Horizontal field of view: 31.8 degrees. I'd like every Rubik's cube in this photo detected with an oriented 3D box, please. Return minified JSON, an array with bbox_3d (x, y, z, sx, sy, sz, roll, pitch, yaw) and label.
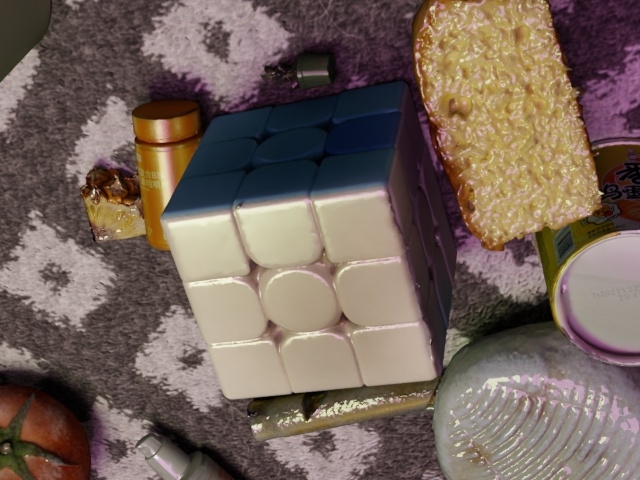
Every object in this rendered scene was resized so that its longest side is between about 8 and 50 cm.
[{"bbox_3d":[0.000,0.000,1.460,0.291,0.290,0.291,-9,120,16],"label":"Rubik's cube"}]

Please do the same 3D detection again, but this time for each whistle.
[{"bbox_3d":[0.042,0.258,1.751,0.326,0.057,0.068,-11,122,16],"label":"whistle"}]

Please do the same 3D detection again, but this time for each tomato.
[{"bbox_3d":[-0.502,0.371,1.808,0.264,0.265,0.265,5,122,8],"label":"tomato"}]

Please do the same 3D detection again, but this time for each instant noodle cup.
[{"bbox_3d":[0.401,0.023,1.454,0.264,0.200,0.264,4,121,7],"label":"instant noodle cup"}]

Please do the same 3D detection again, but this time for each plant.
[{"bbox_3d":[-0.033,-0.220,1.471,0.102,0.051,0.051,-2,121,18],"label":"plant"}]

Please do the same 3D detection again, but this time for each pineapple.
[{"bbox_3d":[-0.291,-0.039,1.620,0.137,0.069,0.116,34,121,-13],"label":"pineapple"}]

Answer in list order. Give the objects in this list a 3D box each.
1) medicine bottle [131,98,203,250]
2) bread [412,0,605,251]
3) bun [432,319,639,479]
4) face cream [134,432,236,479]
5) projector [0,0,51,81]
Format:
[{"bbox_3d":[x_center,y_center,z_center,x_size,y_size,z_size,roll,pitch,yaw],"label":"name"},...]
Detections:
[{"bbox_3d":[-0.202,-0.089,1.542,0.096,0.096,0.192,1,115,10],"label":"medicine bottle"},{"bbox_3d":[0.224,-0.176,1.377,0.194,0.179,0.340,-14,116,16],"label":"bread"},{"bbox_3d":[0.328,0.256,1.609,0.354,0.194,0.355,6,115,14],"label":"bun"},{"bbox_3d":[-0.206,0.406,1.863,0.101,0.101,0.252,-35,109,27],"label":"face cream"},{"bbox_3d":[-0.487,-0.317,1.376,0.248,0.249,0.249,13,123,1],"label":"projector"}]
